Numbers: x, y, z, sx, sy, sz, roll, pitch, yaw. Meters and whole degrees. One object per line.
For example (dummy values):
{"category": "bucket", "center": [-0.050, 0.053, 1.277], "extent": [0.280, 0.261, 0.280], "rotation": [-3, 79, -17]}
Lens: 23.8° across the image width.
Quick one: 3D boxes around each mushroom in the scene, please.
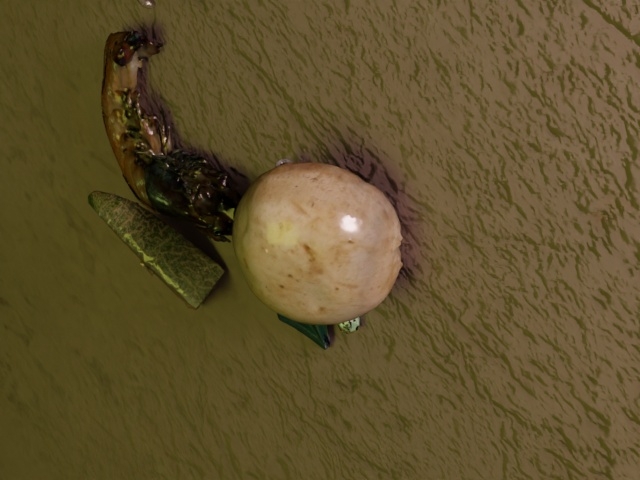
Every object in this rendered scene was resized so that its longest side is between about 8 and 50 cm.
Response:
{"category": "mushroom", "center": [0.000, 0.000, 1.418], "extent": [0.166, 0.127, 0.166], "rotation": [19, 136, 19]}

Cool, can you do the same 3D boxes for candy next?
{"category": "candy", "center": [0.035, 0.060, 1.507], "extent": [0.023, 0.025, 0.083], "rotation": [15, 129, -5]}

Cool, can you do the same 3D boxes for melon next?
{"category": "melon", "center": [-0.193, 0.005, 1.726], "extent": [0.182, 0.054, 0.098], "rotation": [44, 162, -5]}

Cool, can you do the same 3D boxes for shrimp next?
{"category": "shrimp", "center": [-0.165, -0.114, 1.623], "extent": [0.290, 0.054, 0.222], "rotation": [35, 139, 49]}

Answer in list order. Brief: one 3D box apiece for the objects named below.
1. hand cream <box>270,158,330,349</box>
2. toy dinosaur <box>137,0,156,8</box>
{"category": "hand cream", "center": [-0.028, 0.012, 1.544], "extent": [0.083, 0.048, 0.224], "rotation": [30, 140, 38]}
{"category": "toy dinosaur", "center": [-0.159, -0.318, 1.449], "extent": [0.162, 0.077, 0.294], "rotation": [60, 149, 5]}
